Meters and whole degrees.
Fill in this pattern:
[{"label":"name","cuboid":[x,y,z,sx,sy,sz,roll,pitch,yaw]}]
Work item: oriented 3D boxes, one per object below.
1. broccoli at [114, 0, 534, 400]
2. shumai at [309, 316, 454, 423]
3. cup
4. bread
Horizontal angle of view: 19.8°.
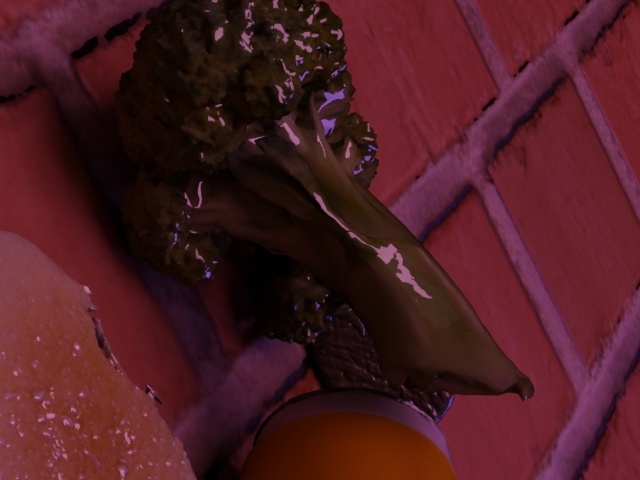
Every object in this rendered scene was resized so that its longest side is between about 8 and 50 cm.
[{"label":"broccoli","cuboid":[-0.027,-0.006,1.173,0.254,0.186,0.302,148,-78,-78]},{"label":"shumai","cuboid":[0.051,0.075,1.334,0.087,0.099,0.124,-47,115,-77]},{"label":"cup","cuboid":[0.013,0.225,1.068,0.196,0.196,0.280,52,25,-28]},{"label":"bread","cuboid":[-0.145,0.122,1.009,0.251,0.039,0.182,59,29,-17]}]
